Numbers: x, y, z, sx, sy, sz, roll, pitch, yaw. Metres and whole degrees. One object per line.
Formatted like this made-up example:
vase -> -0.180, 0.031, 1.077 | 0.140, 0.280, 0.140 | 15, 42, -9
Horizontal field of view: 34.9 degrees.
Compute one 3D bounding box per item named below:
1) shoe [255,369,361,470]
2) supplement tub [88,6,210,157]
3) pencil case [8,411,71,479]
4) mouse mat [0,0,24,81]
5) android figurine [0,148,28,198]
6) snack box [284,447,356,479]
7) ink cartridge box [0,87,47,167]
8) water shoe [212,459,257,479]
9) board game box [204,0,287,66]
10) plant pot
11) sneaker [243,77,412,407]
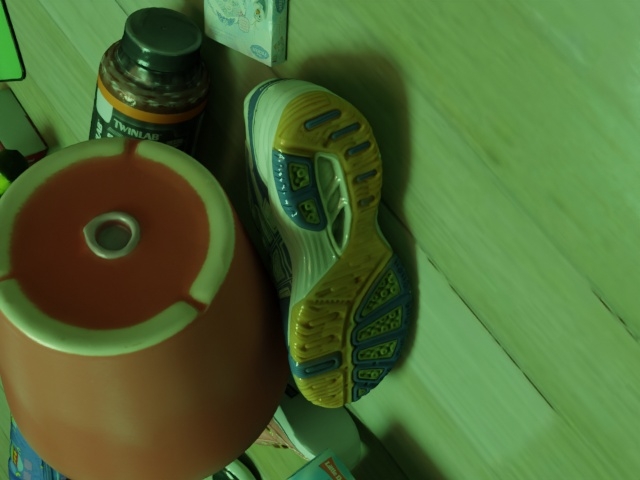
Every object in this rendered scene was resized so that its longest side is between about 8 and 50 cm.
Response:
shoe -> -0.028, 0.185, 1.027 | 0.178, 0.064, 0.081 | 40, 141, 31
supplement tub -> -0.164, -0.121, 0.968 | 0.106, 0.106, 0.197 | 44, 139, 23
pencil case -> -0.374, 0.247, 1.408 | 0.133, 0.120, 0.306 | -111, 25, -46
mouse mat -> -0.434, -0.271, 1.275 | 0.190, 0.007, 0.152 | 6, 116, 46
android figurine -> -0.419, -0.021, 1.284 | 0.248, 0.056, 0.273 | 46, 138, -18
snack box -> 0.021, 0.342, 1.003 | 0.187, 0.060, 0.322 | 49, 154, 18
ink cartridge box -> -0.411, -0.112, 1.298 | 0.099, 0.056, 0.135 | 54, 141, 10
water shoe -> -0.107, 0.348, 1.192 | 0.073, 0.080, 0.203 | 17, 123, 43
board game box -> -0.065, -0.207, 0.874 | 0.090, 0.020, 0.090 | 31, 131, 34
plant pot -> -0.162, 0.055, 0.879 | 0.275, 0.275, 0.243 | 46, 159, 22
sneaker -> 0.000, 0.000, 0.873 | 0.131, 0.112, 0.296 | -136, 37, -56
